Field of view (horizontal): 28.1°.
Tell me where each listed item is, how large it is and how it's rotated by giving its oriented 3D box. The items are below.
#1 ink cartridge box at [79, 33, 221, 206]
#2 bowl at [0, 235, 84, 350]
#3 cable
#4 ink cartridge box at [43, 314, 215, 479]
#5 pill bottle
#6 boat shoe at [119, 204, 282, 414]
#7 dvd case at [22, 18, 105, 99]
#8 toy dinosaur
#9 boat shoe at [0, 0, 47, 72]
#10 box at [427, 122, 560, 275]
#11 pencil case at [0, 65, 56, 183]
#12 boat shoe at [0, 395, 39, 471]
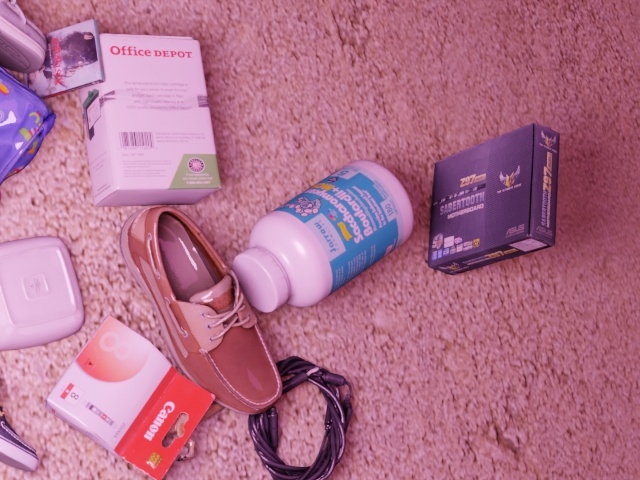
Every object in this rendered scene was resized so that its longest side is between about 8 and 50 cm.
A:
[{"bbox_3d":[-0.239,-0.164,1.761,0.160,0.092,0.219,-2,77,-32],"label":"ink cartridge box"},{"bbox_3d":[-0.373,0.064,1.642,0.142,0.053,0.142,-12,85,-32],"label":"bowl"},{"bbox_3d":[-0.030,0.256,1.799,0.150,0.047,0.184,31,63,-21],"label":"cable"},{"bbox_3d":[-0.244,0.204,1.657,0.179,0.045,0.145,32,61,3],"label":"ink cartridge box"},{"bbox_3d":[0.000,0.000,1.829,0.264,0.146,0.146,-34,95,-34],"label":"pill bottle"},{"bbox_3d":[-0.155,0.093,1.717,0.123,0.116,0.324,-38,94,-28],"label":"boat shoe"},{"bbox_3d":[-0.347,-0.240,1.712,0.013,0.119,0.087,14,65,-66],"label":"dvd case"},{"bbox_3d":[-0.187,0.246,1.703,0.183,0.053,0.093,-2,76,-32],"label":"toy dinosaur"},{"bbox_3d":[-0.479,-0.343,1.655,0.320,0.118,0.103,37,65,-10],"label":"boat shoe"},{"bbox_3d":[0.262,-0.060,1.953,0.059,0.232,0.183,20,67,-32],"label":"box"},{"bbox_3d":[-0.473,-0.212,1.612,0.306,0.133,0.119,44,30,-15],"label":"pencil case"},{"bbox_3d":[-0.411,0.208,1.570,0.183,0.065,0.083,36,62,-17],"label":"boat shoe"}]
